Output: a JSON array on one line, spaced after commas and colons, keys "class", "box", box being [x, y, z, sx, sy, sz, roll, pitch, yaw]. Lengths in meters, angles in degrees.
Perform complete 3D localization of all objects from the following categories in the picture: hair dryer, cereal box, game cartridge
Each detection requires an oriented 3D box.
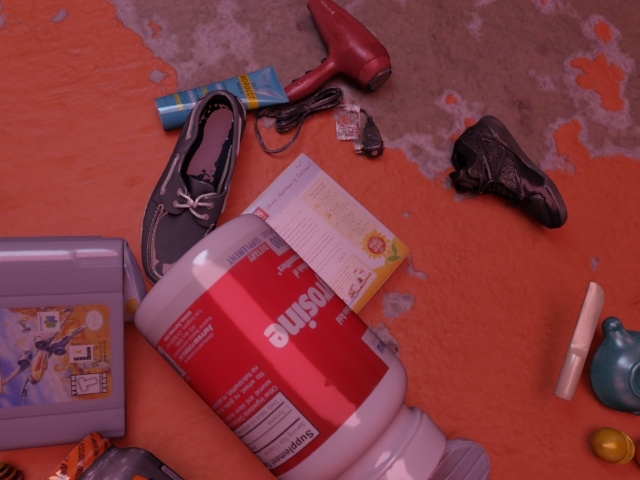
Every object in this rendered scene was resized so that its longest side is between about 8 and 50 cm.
[{"class": "hair dryer", "box": [0.009, -0.285, 1.014, 0.224, 0.080, 0.293, 4, 76, -8]}, {"class": "cereal box", "box": [0.000, 0.000, 0.962, 0.240, 0.047, 0.173, 43, 74, 3]}, {"class": "game cartridge", "box": [-0.357, 0.139, 0.785, 0.198, 0.062, 0.296, -3, 111, -22]}]

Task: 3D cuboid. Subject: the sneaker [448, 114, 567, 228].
[{"class": "sneaker", "box": [0.304, -0.092, 1.016, 0.130, 0.087, 0.227, -36, 82, -13]}]

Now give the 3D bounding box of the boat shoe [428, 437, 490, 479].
[{"class": "boat shoe", "box": [0.109, 0.385, 0.864, 0.302, 0.094, 0.109, -32, 94, -17]}]

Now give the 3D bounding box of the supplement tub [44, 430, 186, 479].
[{"class": "supplement tub", "box": [-0.214, 0.399, 0.759, 0.316, 0.193, 0.193, 37, 74, 1]}]

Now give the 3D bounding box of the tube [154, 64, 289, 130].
[{"class": "tube", "box": [-0.162, -0.230, 0.985, 0.207, 0.052, 0.080, -18, 72, -12]}]

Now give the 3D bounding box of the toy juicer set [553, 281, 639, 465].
[{"class": "toy juicer set", "box": [0.478, 0.241, 0.971, 0.329, 0.089, 0.209, 39, 87, -7]}]

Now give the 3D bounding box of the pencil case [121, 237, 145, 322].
[{"class": "pencil case", "box": [-0.384, 0.086, 0.846, 0.273, 0.113, 0.124, -16, 84, -13]}]

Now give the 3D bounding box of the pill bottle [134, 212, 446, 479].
[{"class": "pill bottle", "box": [-0.034, 0.177, 0.822, 0.407, 0.229, 0.229, 46, 74, 3]}]

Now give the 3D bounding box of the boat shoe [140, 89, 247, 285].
[{"class": "boat shoe", "box": [-0.194, -0.078, 0.904, 0.116, 0.099, 0.319, 21, 87, -8]}]

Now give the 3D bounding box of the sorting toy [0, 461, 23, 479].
[{"class": "sorting toy", "box": [-0.451, 0.329, 0.801, 0.102, 0.061, 0.042, -31, 110, -43]}]
